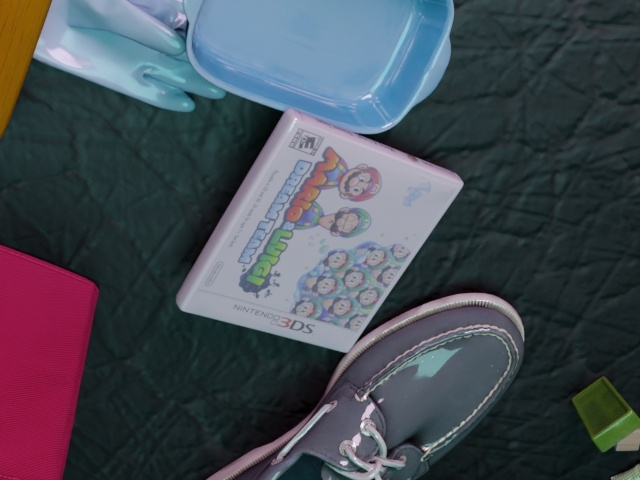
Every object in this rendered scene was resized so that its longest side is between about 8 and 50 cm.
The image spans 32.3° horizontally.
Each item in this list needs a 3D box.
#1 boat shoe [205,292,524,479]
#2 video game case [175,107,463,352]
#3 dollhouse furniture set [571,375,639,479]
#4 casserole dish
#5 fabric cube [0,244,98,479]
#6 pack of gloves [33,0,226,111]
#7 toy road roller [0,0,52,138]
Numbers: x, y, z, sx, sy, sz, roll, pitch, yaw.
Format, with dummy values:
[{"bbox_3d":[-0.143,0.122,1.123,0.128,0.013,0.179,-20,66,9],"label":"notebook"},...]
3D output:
[{"bbox_3d":[0.025,0.165,0.800,0.319,0.099,0.116,-38,112,9],"label":"boat shoe"},{"bbox_3d":[0.000,0.000,0.742,0.143,0.019,0.157,18,116,-32],"label":"video game case"},{"bbox_3d":[0.258,0.174,0.856,0.076,0.058,0.152,-36,112,9],"label":"dollhouse furniture set"},{"bbox_3d":[-0.003,-0.135,0.683,0.188,0.037,0.114,15,111,-33],"label":"casserole dish"},{"bbox_3d":[-0.300,0.144,0.664,0.254,0.258,0.259,20,109,-14],"label":"fabric cube"},{"bbox_3d":[-0.131,-0.187,0.662,0.232,0.046,0.195,19,110,-15],"label":"pack of gloves"},{"bbox_3d":[-0.299,-0.146,0.590,0.329,0.240,0.202,35,110,25],"label":"toy road roller"}]
